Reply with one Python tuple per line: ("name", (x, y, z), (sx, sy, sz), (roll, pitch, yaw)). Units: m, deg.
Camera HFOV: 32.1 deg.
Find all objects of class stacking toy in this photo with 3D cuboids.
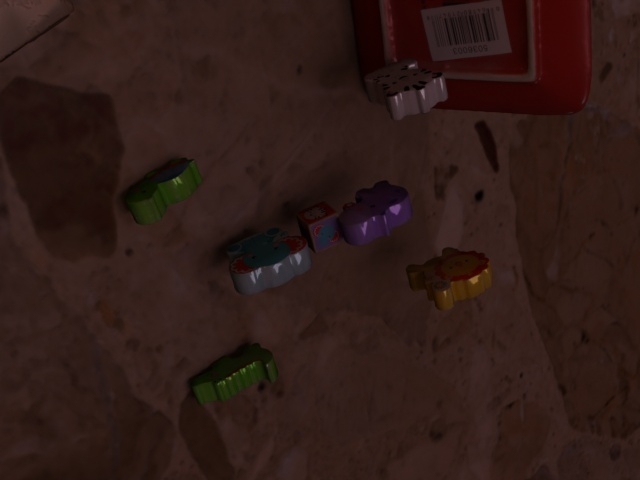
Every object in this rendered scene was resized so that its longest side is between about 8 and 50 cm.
("stacking toy", (0.000, 0.000, 0.714), (0.221, 0.052, 0.167), (-25, 122, -14))

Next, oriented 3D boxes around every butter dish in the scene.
("butter dish", (0.108, -0.174, 0.728), (0.118, 0.160, 0.160), (-46, 136, -50))

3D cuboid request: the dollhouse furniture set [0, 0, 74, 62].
("dollhouse furniture set", (-0.290, -0.177, 0.363), (0.362, 0.256, 0.394), (-42, 107, -22))
